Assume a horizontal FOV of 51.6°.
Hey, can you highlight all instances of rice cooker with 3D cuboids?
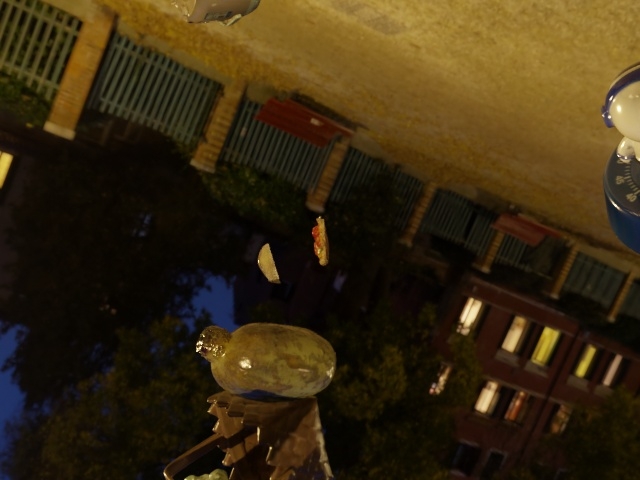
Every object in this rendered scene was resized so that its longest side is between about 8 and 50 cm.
[{"bbox_3d":[-0.159,-0.402,0.993,0.127,0.145,0.206,-20,-173,-23],"label":"rice cooker"}]

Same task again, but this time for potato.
[{"bbox_3d":[-0.119,0.056,1.459,0.036,0.093,0.037,-18,-179,-18],"label":"potato"}]

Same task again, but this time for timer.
[{"bbox_3d":[0.597,-0.164,1.138,0.270,0.270,0.383,28,168,46],"label":"timer"}]

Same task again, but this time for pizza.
[{"bbox_3d":[0.002,0.013,1.357,0.029,0.100,0.099,-4,162,5],"label":"pizza"}]

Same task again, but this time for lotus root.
[{"bbox_3d":[-0.102,0.238,1.295,0.309,0.173,0.173,15,-171,-37],"label":"lotus root"}]

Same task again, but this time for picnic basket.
[{"bbox_3d":[-0.152,0.476,1.443,0.321,0.291,0.254,-27,-153,-35],"label":"picnic basket"}]

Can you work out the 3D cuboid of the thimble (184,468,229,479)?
[{"bbox_3d":[-0.181,0.464,1.002,0.149,0.211,0.185,46,169,-18],"label":"thimble"}]
